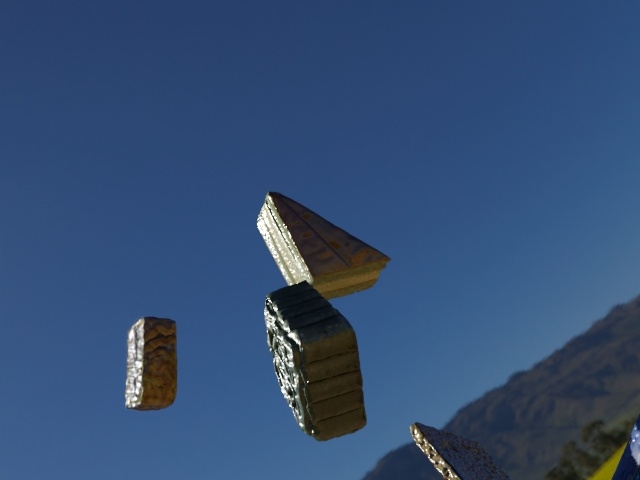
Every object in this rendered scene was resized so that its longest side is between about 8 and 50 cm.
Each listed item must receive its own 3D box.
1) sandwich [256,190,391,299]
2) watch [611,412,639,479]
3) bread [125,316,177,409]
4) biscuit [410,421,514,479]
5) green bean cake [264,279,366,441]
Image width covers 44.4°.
[{"bbox_3d":[0.000,0.000,1.307,0.144,0.187,0.117,-18,-24,-26],"label":"sandwich"},{"bbox_3d":[0.488,0.225,0.910,0.276,0.068,0.274,12,-80,-18],"label":"watch"},{"bbox_3d":[-0.400,0.291,1.859,0.096,0.222,0.181,8,-25,-27],"label":"bread"},{"bbox_3d":[0.210,0.313,1.012,0.131,0.231,0.025,23,-81,-26],"label":"biscuit"},{"bbox_3d":[-0.013,0.170,1.123,0.094,0.185,0.183,-16,-64,-14],"label":"green bean cake"}]
